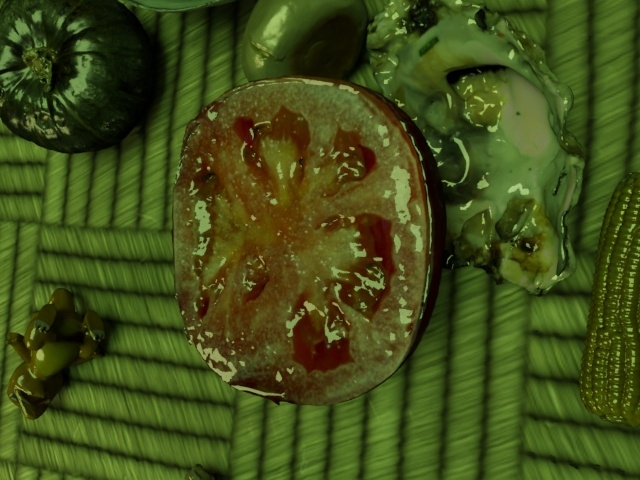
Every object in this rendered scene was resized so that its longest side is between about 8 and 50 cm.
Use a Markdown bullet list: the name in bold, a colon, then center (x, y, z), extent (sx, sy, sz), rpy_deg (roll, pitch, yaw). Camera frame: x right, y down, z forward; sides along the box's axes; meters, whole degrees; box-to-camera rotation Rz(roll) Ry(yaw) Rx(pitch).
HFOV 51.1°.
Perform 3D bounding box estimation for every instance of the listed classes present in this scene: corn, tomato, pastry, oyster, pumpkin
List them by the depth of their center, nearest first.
- **corn**: center (0.290, 0.054, 0.618), extent (0.080, 0.080, 0.231), rpy_deg (7, 84, 23)
- **oyster**: center (0.160, -0.118, 0.679), extent (0.201, 0.107, 0.355), rpy_deg (-17, 89, 45)
- **tomato**: center (0.002, -0.001, 0.692), extent (0.338, 0.143, 0.339), rpy_deg (2, 94, 35)
- **pastry**: center (-0.021, -0.218, 0.724), extent (0.092, 0.156, 0.156), rpy_deg (37, 100, 24)
- **pumpkin**: center (-0.318, -0.218, 0.843), extent (0.223, 0.157, 0.224), rpy_deg (1, 93, 13)

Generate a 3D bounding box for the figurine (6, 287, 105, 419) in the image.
- **figurine**: center (-0.361, 0.142, 0.876), extent (0.176, 0.121, 0.122), rpy_deg (-58, 40, 18)

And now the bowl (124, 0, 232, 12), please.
- **bowl**: center (-0.116, -0.393, 0.780), extent (0.313, 0.146, 0.314), rpy_deg (-2, 85, 21)

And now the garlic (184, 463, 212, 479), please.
- **garlic**: center (-0.099, 0.364, 0.711), extent (0.214, 0.191, 0.160), rpy_deg (15, 117, 11)
